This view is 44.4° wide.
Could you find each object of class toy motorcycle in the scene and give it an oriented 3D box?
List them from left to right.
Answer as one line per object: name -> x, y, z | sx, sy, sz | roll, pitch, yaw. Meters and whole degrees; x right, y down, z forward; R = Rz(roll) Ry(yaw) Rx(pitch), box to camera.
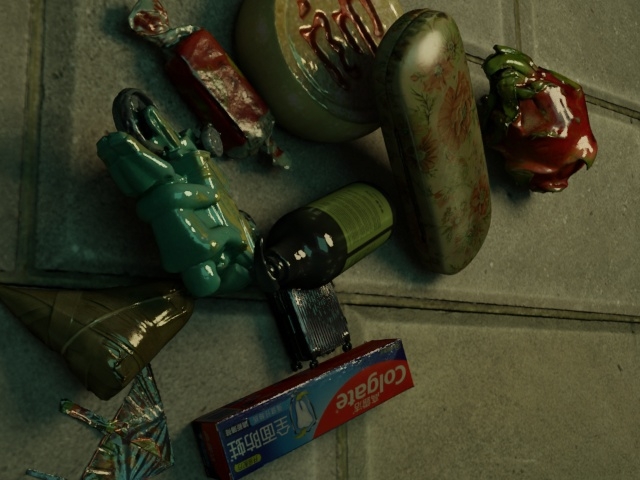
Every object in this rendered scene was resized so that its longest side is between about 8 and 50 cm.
toy motorcycle -> -0.153, -0.031, 0.901 | 0.296, 0.109, 0.198 | 55, 21, -35

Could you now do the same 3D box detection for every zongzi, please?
zongzi -> -0.242, 0.060, 0.890 | 0.178, 0.081, 0.189 | 42, 46, -1

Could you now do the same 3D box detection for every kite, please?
kite -> -0.228, 0.222, 0.894 | 0.160, 0.010, 0.183 | 38, 60, -25

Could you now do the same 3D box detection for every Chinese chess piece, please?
Chinese chess piece -> 0.009, -0.271, 1.109 | 0.270, 0.112, 0.270 | 8, 77, -35

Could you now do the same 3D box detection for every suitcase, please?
suitcase -> -0.016, 0.103, 1.053 | 0.086, 0.059, 0.126 | -22, 93, -39

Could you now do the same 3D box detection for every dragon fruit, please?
dragon fruit -> 0.348, -0.195, 1.327 | 0.269, 0.198, 0.200 | 19, 96, -33

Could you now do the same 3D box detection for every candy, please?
candy -> -0.134, -0.192, 1.016 | 0.292, 0.059, 0.086 | 50, 53, -20

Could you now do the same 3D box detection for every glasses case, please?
glasses case -> 0.167, -0.123, 1.118 | 0.156, 0.098, 0.425 | -49, 139, -27

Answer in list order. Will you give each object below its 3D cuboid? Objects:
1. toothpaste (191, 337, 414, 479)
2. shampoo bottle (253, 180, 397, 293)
toothpaste -> -0.013, 0.213, 1.030 | 0.320, 0.066, 0.076 | -18, 93, -38
shampoo bottle -> 0.000, 0.000, 1.005 | 0.284, 0.101, 0.101 | -31, 101, -56
